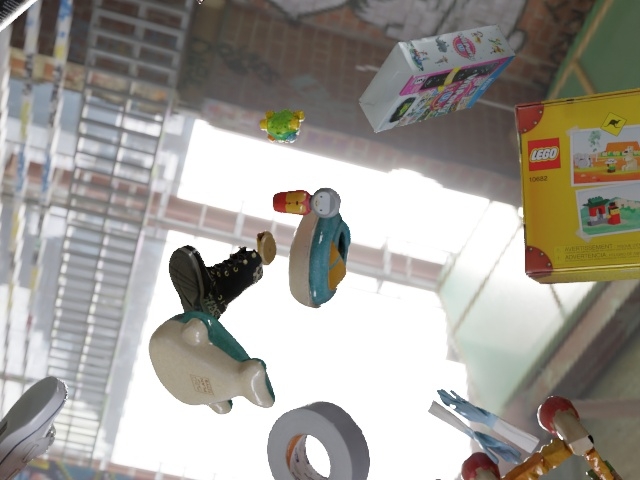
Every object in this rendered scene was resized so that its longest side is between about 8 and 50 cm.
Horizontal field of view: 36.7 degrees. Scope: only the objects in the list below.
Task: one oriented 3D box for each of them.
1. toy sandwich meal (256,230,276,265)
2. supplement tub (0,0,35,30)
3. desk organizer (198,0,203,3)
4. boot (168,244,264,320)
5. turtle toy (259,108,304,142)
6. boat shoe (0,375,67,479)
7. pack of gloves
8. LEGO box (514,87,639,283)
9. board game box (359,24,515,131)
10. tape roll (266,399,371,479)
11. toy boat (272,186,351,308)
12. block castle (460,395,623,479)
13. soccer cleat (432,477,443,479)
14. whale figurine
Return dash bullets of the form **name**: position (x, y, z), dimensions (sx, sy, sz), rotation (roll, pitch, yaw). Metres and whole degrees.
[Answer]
- **toy sandwich meal**: position (-0.133, 0.019, 2.296), dimensions (0.085, 0.029, 0.086), rotation (-3, 93, -64)
- **supplement tub**: position (-0.555, -0.485, 1.650), dimensions (0.316, 0.193, 0.193), rotation (-38, -162, 9)
- **desk organizer**: position (-0.132, -0.401, 1.397), dimensions (0.130, 0.047, 0.050), rotation (-39, -167, -17)
- **boot**: position (-0.202, 0.056, 1.899), dimensions (0.178, 0.085, 0.236), rotation (-43, 146, -29)
- **turtle toy**: position (-0.083, -0.266, 2.242), dimensions (0.130, 0.095, 0.066), rotation (-67, 155, -58)
- **boat shoe**: position (-0.503, 0.331, 1.674), dimensions (0.258, 0.084, 0.095), rotation (-41, -146, 25)
- **pack of gloves**: position (0.328, 0.402, 2.023), dimensions (0.046, 0.232, 0.195), rotation (-55, 165, -23)
- **LEGO box**: position (0.675, -0.114, 2.007), dimensions (0.193, 0.500, 0.373), rotation (22, 66, -65)
- **board game box**: position (0.270, -0.379, 2.250), dimensions (0.098, 0.303, 0.224), rotation (62, -31, 16)
- **tape roll**: position (-0.006, 0.443, 1.982), dimensions (0.072, 0.219, 0.219), rotation (-10, 122, -54)
- **toy boat**: position (0.000, 0.000, 2.144), dimensions (0.318, 0.148, 0.268), rotation (70, 26, -49)
- **block castle**: position (0.543, 0.598, 2.128), dimensions (0.303, 0.453, 0.213), rotation (-37, -164, 4)
- **soccer cleat**: position (0.292, 0.572, 1.838), dimensions (0.318, 0.108, 0.117), rotation (26, -43, 59)
- **whale figurine**: position (-0.182, 0.216, 1.750), dimensions (0.141, 0.272, 0.216), rotation (-42, 129, -42)
